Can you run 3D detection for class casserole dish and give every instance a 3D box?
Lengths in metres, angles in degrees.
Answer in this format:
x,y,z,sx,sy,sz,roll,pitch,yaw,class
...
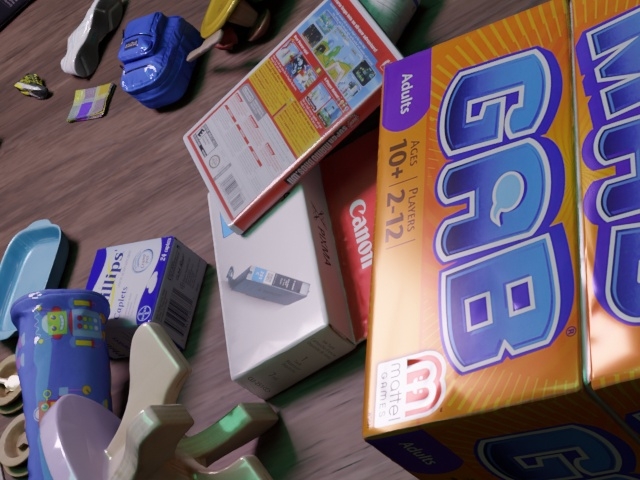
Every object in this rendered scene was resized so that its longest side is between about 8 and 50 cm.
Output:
x,y,z,sx,sy,sz,roll,pitch,yaw,class
-0.402,0.060,1.915,0.114,0.037,0.188,-9,56,35,casserole dish

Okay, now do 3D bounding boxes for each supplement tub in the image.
x,y,z,sx,sy,sz,roll,pitch,yaw,class
0.072,-0.275,1.735,0.071,0.071,0.107,20,75,46,supplement tub

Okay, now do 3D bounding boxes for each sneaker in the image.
x,y,z,sx,sy,sz,roll,pitch,yaw,class
-0.452,-0.247,2.182,0.083,0.031,0.035,18,73,46,sneaker
-0.359,-0.323,2.145,0.061,0.053,0.152,8,66,46,sneaker

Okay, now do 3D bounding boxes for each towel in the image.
x,y,z,sx,sy,sz,roll,pitch,yaw,class
-0.345,-0.207,2.080,0.083,0.009,0.060,-5,58,37,towel

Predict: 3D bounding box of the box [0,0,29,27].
x,y,z,sx,sy,sz,roll,pitch,yaw,class
-0.679,-0.452,2.413,0.294,0.182,0.296,-42,42,10,box

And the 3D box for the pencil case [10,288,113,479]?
x,y,z,sx,sy,sz,roll,pitch,yaw,class
-0.293,0.212,1.605,0.119,0.133,0.306,-4,71,-8,pencil case

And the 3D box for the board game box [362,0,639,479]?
x,y,z,sx,sy,sz,roll,pitch,yaw,class
0.282,0.035,1.119,0.356,0.356,0.356,-18,51,30,board game box

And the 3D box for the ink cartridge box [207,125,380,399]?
x,y,z,sx,sy,sz,roll,pitch,yaw,class
0.000,0.000,1.600,0.261,0.066,0.296,-31,45,21,ink cartridge box

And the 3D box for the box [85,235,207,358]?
x,y,z,sx,sy,sz,roll,pitch,yaw,class
-0.226,0.072,1.731,0.137,0.072,0.126,-10,54,35,box

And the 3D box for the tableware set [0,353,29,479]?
x,y,z,sx,sy,sz,roll,pitch,yaw,class
-0.394,0.219,1.789,0.128,0.039,0.194,-38,43,12,tableware set

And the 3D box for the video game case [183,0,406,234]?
x,y,z,sx,sy,sz,roll,pitch,yaw,class
-0.034,-0.162,1.675,0.285,0.025,0.204,-43,41,11,video game case

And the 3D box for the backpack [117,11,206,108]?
x,y,z,sx,sy,sz,roll,pitch,yaw,class
-0.235,-0.252,1.956,0.098,0.101,0.120,-14,56,41,backpack

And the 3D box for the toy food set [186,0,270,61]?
x,y,z,sx,sy,sz,roll,pitch,yaw,class
-0.105,-0.327,1.933,0.128,0.071,0.218,-27,39,56,toy food set

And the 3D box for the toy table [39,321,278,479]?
x,y,z,sx,sy,sz,roll,pitch,yaw,class
-0.156,0.233,1.449,0.161,0.252,0.274,-45,80,16,toy table
